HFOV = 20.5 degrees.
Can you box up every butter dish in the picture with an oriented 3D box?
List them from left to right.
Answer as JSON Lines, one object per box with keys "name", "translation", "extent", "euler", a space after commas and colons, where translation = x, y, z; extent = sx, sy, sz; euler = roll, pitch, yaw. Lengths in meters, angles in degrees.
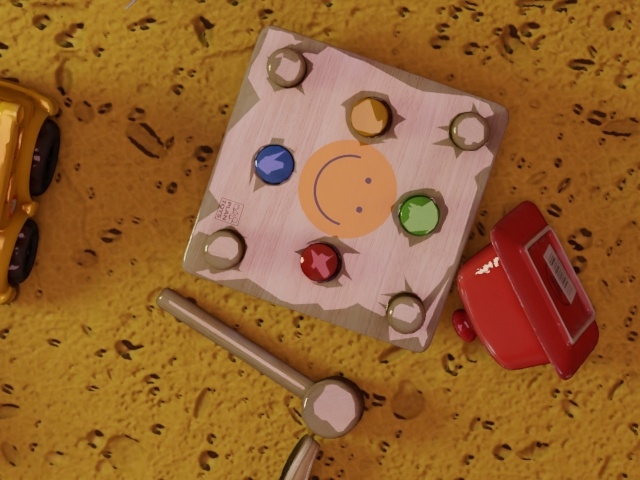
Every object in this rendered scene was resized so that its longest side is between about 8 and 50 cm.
{"name": "butter dish", "translation": [0.181, 0.062, 1.699], "extent": [0.118, 0.160, 0.160], "euler": [-27, 92, 26]}

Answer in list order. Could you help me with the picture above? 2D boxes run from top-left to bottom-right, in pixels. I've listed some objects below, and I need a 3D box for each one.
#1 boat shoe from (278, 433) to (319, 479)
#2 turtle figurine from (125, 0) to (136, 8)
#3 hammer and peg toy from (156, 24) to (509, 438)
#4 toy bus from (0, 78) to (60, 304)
{"name": "boat shoe", "translation": [-0.024, 0.257, 1.754], "extent": [0.045, 0.050, 0.135], "euler": [21, 104, -3]}
{"name": "turtle figurine", "translation": [-0.185, -0.347, 1.684], "extent": [0.175, 0.118, 0.234], "euler": [32, 78, -30]}
{"name": "hammer and peg toy", "translation": [0.000, 0.000, 1.695], "extent": [0.266, 0.127, 0.361], "euler": [20, 94, 0]}
{"name": "toy bus", "translation": [-0.342, -0.045, 1.662], "extent": [0.149, 0.211, 0.220], "euler": [12, 95, -1]}
